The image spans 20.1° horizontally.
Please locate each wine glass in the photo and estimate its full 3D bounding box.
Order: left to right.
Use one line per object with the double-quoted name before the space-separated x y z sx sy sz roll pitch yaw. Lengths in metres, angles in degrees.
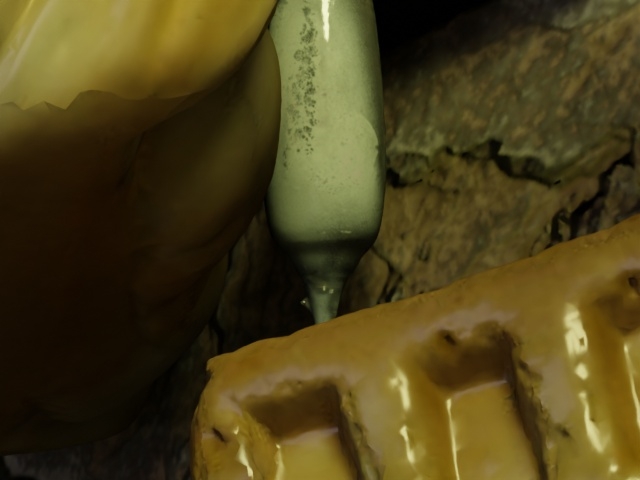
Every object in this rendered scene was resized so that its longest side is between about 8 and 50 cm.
"wine glass" 0.000 0.000 0.875 0.074 0.074 0.262 -6 81 44

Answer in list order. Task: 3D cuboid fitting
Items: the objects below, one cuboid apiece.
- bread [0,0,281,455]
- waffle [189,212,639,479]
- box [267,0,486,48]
"bread" -0.157 -0.036 0.837 0.329 0.245 0.424 -56 -5 -36
"waffle" 0.109 0.125 0.656 0.348 0.077 0.304 -20 53 16
"box" 0.026 -0.206 0.968 0.350 0.058 0.211 -19 60 40
